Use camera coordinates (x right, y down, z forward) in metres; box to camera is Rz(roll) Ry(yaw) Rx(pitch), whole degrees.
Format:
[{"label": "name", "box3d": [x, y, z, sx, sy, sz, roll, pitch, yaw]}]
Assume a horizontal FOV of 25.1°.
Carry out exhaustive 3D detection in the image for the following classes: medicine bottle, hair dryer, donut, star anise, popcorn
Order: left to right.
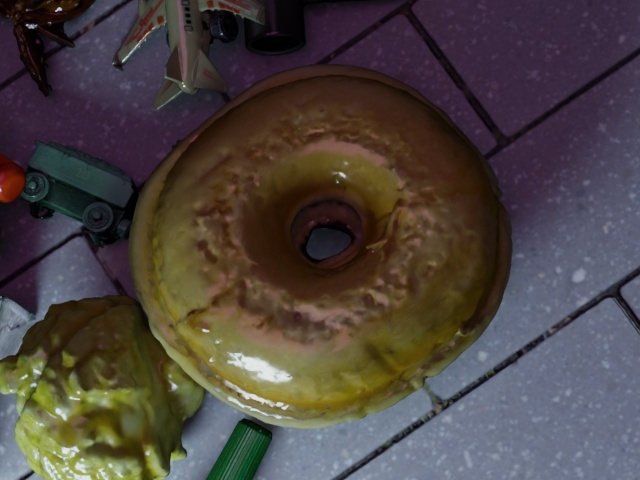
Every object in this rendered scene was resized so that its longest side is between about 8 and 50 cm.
[{"label": "star anise", "box3d": [-0.362, -0.309, 1.864, 0.157, 0.053, 0.212, -40, 76, -1]}, {"label": "popcorn", "box3d": [-0.261, 0.182, 1.678, 0.195, 0.255, 0.256, -35, 57, 39]}, {"label": "medicine bottle", "box3d": [-0.134, 0.336, 1.716, 0.095, 0.064, 0.260, 26, 85, 9]}, {"label": "donut", "box3d": [0.000, 0.000, 1.674, 0.449, 0.198, 0.449, 0, 71, 0]}, {"label": "hair dryer", "box3d": [0.022, -0.343, 1.825, 0.248, 0.078, 0.195, -3, 79, -3]}]

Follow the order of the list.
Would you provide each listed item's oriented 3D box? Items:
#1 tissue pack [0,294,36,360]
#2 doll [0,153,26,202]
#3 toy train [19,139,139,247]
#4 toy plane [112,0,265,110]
[{"label": "tissue pack", "box3d": [-0.486, 0.105, 1.756, 0.209, 0.148, 0.156, 23, 82, 10]}, {"label": "doll", "box3d": [-0.526, -0.107, 1.809, 0.336, 0.105, 0.200, 29, 96, 20]}, {"label": "toy train", "box3d": [-0.303, -0.061, 1.807, 0.172, 0.070, 0.099, 24, 76, 11]}, {"label": "toy plane", "box3d": [-0.165, -0.296, 1.804, 0.242, 0.104, 0.256, -10, 67, 35]}]
